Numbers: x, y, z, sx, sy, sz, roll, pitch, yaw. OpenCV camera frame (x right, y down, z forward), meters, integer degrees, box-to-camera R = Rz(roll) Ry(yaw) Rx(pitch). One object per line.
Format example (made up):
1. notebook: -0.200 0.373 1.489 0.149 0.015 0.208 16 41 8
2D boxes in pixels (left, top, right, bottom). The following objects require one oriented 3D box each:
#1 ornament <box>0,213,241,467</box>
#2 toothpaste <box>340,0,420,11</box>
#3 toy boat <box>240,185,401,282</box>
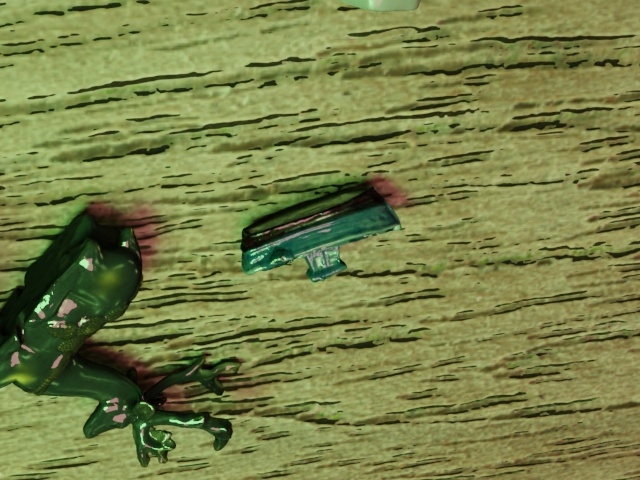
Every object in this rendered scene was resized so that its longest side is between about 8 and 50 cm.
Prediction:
1. ornament: -0.148 0.092 1.176 0.236 0.080 0.202 29 115 -30
2. toothpaste: 0.067 -0.338 0.938 0.125 0.080 0.371 0 120 -18
3. toy boat: 0.000 0.000 1.167 0.137 0.060 0.061 -22 110 -10
